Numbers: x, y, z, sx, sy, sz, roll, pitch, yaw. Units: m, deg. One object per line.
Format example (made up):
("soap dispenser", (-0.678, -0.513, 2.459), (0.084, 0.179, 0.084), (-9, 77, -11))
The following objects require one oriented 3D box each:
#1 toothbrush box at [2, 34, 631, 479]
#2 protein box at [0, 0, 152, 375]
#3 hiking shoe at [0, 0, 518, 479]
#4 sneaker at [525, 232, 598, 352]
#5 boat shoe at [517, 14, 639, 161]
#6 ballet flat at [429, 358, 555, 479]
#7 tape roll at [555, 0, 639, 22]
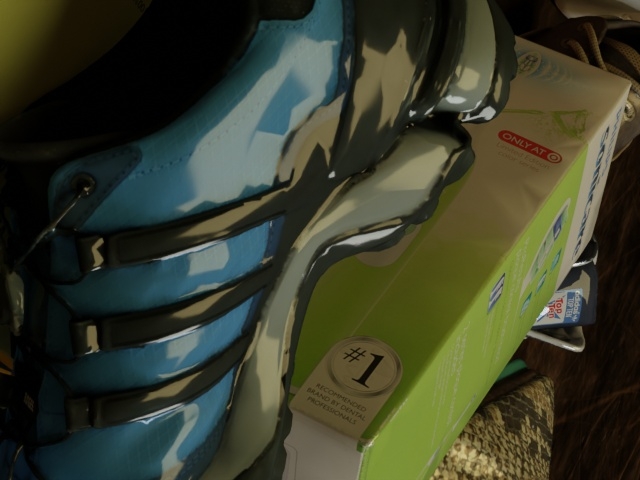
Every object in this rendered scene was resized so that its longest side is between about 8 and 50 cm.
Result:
("toothbrush box", (0.000, 0.000, 0.761), (0.283, 0.206, 0.122), (-48, 155, -40))
("protein box", (-0.124, -0.072, 0.552), (0.201, 0.136, 0.200), (-64, 155, -16))
("hiking shoe", (-0.067, 0.017, 0.483), (0.132, 0.113, 0.304), (32, 84, -34))
("sneaker", (0.101, 0.050, 1.079), (0.282, 0.153, 0.099), (-41, 141, -47))
("boat shoe", (0.171, -0.107, 1.097), (0.130, 0.132, 0.355), (-39, 180, 28))
("ballet flat", (0.017, 0.191, 0.884), (0.483, 0.182, 0.164), (-4, 148, -51))
("tape roll", (0.336, -0.240, 1.249), (0.246, 0.246, 0.169), (19, 90, -65))
